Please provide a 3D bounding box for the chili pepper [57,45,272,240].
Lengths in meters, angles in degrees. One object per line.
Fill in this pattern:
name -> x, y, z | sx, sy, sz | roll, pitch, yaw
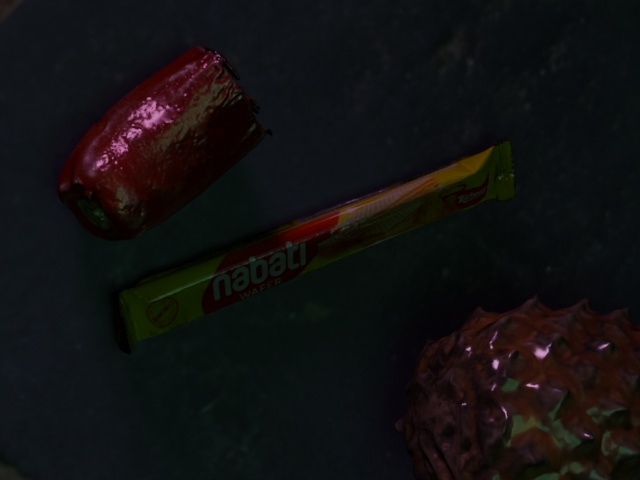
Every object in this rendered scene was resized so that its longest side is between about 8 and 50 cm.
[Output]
chili pepper -> -0.097, -0.054, 0.934 | 0.123, 0.073, 0.070 | -41, 77, -12

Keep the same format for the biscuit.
biscuit -> 0.000, 0.000, 1.024 | 0.292, 0.026, 0.048 | -22, 134, -19

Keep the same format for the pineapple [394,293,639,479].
pineapple -> 0.232, 0.122, 1.100 | 0.361, 0.175, 0.175 | 2, 105, -27
